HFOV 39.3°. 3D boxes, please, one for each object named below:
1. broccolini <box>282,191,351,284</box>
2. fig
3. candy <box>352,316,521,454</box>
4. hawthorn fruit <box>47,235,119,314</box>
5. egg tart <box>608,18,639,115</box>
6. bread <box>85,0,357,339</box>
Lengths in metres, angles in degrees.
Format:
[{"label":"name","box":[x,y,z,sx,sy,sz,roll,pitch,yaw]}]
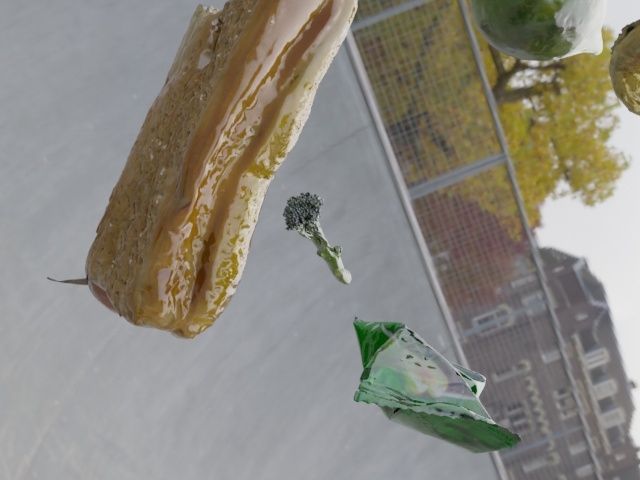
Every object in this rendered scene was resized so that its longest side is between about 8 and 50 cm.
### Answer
[{"label":"broccolini","box":[-0.002,0.001,1.298,0.067,0.058,0.216,-64,154,-19]},{"label":"fig","box":[0.369,-0.356,1.387,0.275,0.206,0.206,27,28,-35]},{"label":"candy","box":[0.089,0.130,0.808,0.141,0.078,0.203,38,9,-4]},{"label":"hawthorn fruit","box":[-0.210,0.041,1.064,0.149,0.189,0.149,49,1,-2]},{"label":"egg tart","box":[0.466,-0.200,1.079,0.241,0.105,0.241,28,-14,8]},{"label":"bread","box":[-0.094,-0.102,0.832,0.109,0.380,0.185,19,11,-33]}]
